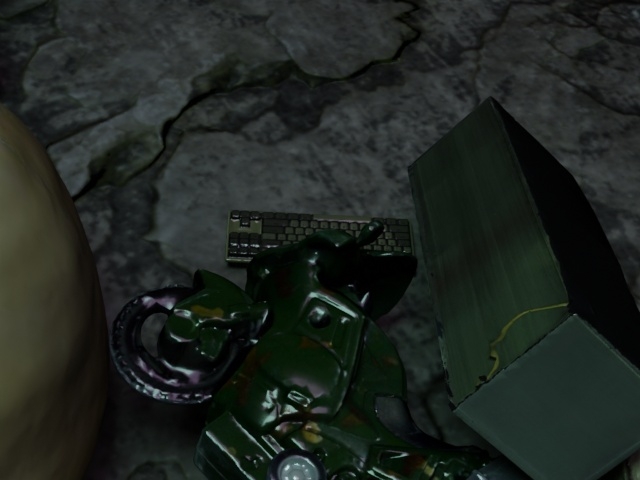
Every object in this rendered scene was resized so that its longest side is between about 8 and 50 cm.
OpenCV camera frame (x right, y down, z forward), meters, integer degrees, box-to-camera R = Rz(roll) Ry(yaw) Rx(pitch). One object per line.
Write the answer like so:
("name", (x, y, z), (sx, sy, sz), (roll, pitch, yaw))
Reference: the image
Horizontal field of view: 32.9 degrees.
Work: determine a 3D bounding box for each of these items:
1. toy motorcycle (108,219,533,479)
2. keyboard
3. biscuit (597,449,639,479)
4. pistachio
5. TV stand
("toy motorcycle", (0.026, 0.099, 0.601), (0.187, 0.125, 0.275), (-31, 66, -34))
("keyboard", (0.000, 0.000, 0.744), (0.129, 0.015, 0.049), (3, 51, -3))
("biscuit", (0.159, 0.197, 0.533), (0.040, 0.121, 0.199), (4, 50, -4))
("pistachio", (-0.225, 0.033, 0.568), (0.238, 0.229, 0.321), (24, 32, -38))
("TV stand", (0.116, 0.017, 0.619), (0.088, 0.083, 0.269), (41, 22, -21))
